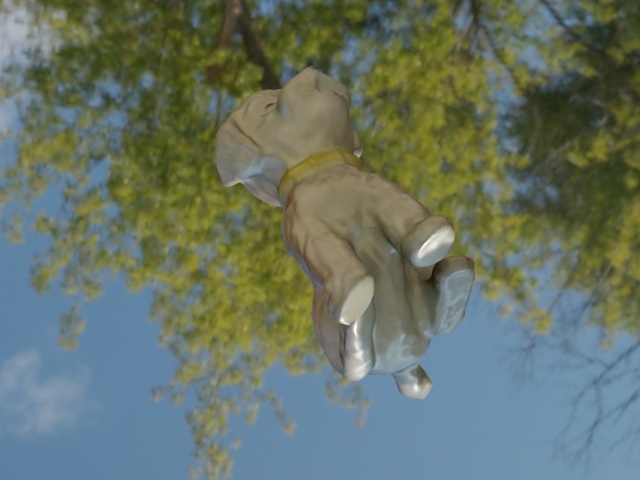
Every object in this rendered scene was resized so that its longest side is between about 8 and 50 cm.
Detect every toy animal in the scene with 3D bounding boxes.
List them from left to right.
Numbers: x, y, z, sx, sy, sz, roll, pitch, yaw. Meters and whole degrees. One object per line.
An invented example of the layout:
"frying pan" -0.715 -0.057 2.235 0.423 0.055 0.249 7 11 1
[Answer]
"toy animal" 0.008 -0.001 0.824 0.104 0.184 0.185 -34 -122 -14
